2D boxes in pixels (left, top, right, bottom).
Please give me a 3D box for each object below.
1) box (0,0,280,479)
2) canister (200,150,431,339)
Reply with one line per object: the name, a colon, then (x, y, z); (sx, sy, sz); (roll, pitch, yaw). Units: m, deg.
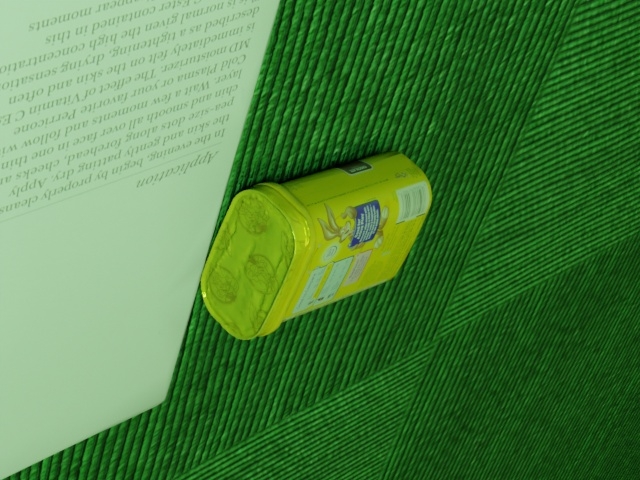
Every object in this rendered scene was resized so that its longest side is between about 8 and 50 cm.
box: (-0.160, -0.080, 0.718); (0.168, 0.215, 0.345); (-23, 146, -38)
canister: (0.000, 0.000, 1.306); (0.170, 0.073, 0.126); (-19, 143, -45)
